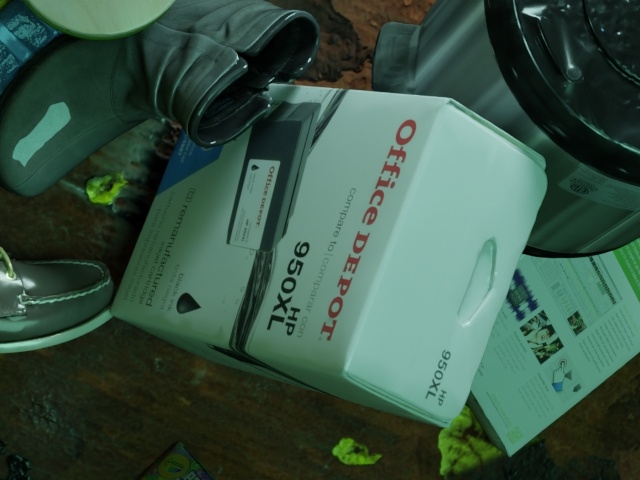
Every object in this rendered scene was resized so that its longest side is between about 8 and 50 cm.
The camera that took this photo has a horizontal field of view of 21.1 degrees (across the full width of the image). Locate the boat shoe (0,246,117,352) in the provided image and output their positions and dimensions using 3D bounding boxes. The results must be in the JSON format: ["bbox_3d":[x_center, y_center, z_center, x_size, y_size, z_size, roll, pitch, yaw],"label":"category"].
[{"bbox_3d":[-0.369,0.056,1.791,0.324,0.116,0.096,-7,117,-17],"label":"boat shoe"}]

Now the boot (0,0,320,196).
[{"bbox_3d":[-0.177,-0.146,1.745,0.338,0.223,0.118,-48,136,-4],"label":"boot"}]

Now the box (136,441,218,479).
[{"bbox_3d":[-0.093,0.421,1.936,0.177,0.290,0.279,-42,118,-7],"label":"box"}]

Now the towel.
[{"bbox_3d":[-0.325,-0.199,1.781,0.119,0.029,0.067,-45,118,-6],"label":"towel"}]

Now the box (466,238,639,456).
[{"bbox_3d":[0.298,0.085,2.148,0.322,0.058,0.232,-36,118,-9],"label":"box"}]

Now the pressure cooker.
[{"bbox_3d":[0.280,-0.175,1.864,0.375,0.420,0.370,-36,85,-22],"label":"pressure cooker"}]

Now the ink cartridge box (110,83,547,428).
[{"bbox_3d":[0.000,0.000,1.744,0.166,0.395,0.285,28,78,-39],"label":"ink cartridge box"}]

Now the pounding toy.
[{"bbox_3d":[-0.220,-0.308,1.755,0.183,0.110,0.237,15,80,-7],"label":"pounding toy"}]
